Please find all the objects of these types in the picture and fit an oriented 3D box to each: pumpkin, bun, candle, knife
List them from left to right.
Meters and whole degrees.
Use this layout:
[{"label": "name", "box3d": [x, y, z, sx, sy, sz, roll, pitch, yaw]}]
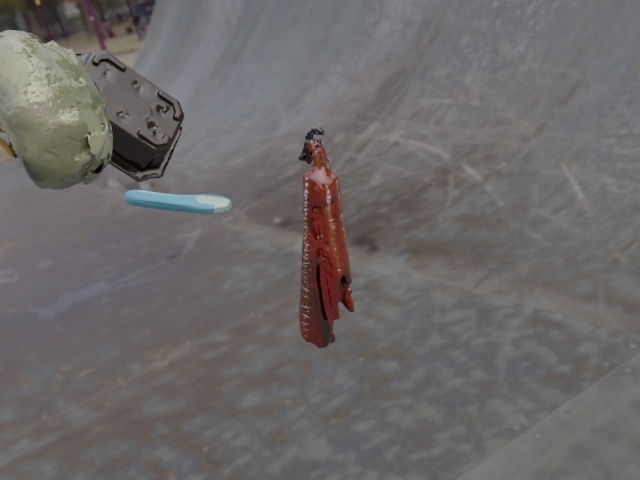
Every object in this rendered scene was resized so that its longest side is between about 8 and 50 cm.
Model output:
[{"label": "pumpkin", "box3d": [-0.550, -0.186, 1.493, 0.035, 0.101, 0.073, -44, -1, 34]}, {"label": "bun", "box3d": [-0.368, -0.183, 1.165, 0.141, 0.239, 0.239, -25, 20, -6]}, {"label": "knife", "box3d": [-0.295, -0.079, 1.750, 0.222, 0.031, 0.064, 5, 35, -3]}, {"label": "candle", "box3d": [0.000, 0.000, 1.098, 0.059, 0.301, 0.084, 16, 30, 42]}]

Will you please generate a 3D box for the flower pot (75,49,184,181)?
[{"label": "flower pot", "box3d": [-0.347, -0.231, 1.483, 0.084, 0.251, 0.179, -28, 37, 48]}]
